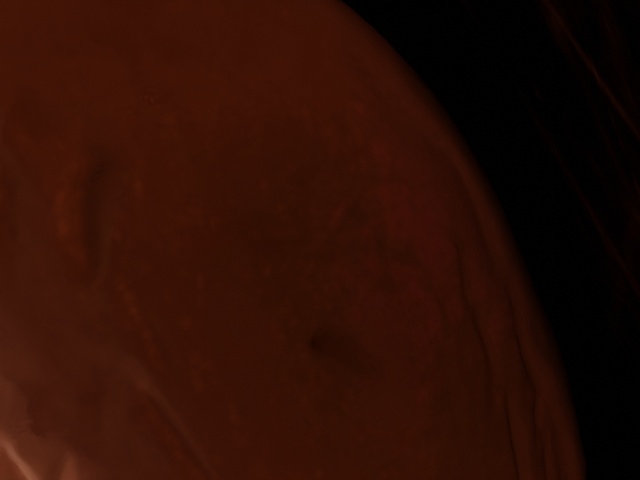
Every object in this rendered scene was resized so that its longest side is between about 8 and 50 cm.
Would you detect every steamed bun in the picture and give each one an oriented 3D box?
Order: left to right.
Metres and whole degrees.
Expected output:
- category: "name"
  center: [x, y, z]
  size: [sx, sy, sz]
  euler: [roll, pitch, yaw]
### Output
- category: "steamed bun"
  center: [-0.066, 0.053, 0.819]
  size: [0.371, 0.290, 0.455]
  euler: [11, 131, 59]
